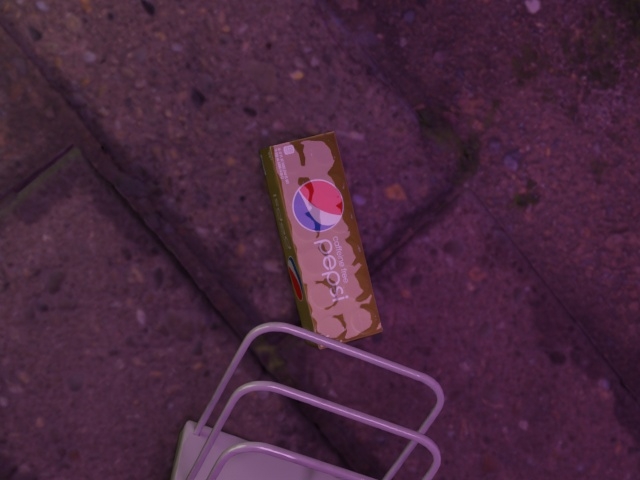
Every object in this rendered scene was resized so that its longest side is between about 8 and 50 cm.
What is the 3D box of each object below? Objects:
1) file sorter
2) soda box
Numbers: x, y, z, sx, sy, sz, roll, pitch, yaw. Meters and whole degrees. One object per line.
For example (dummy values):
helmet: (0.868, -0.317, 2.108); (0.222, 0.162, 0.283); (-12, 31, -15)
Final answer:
file sorter: (-0.013, 0.231, 1.042); (0.192, 0.278, 0.173); (21, 128, -11)
soda box: (0.000, 0.000, 1.178); (0.061, 0.058, 0.181); (-14, 93, -12)
